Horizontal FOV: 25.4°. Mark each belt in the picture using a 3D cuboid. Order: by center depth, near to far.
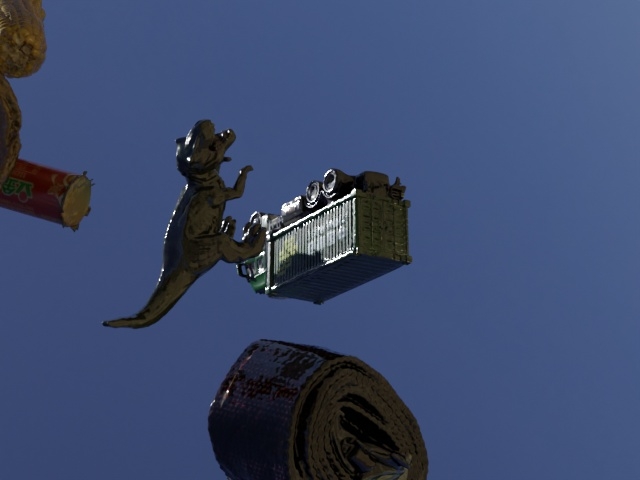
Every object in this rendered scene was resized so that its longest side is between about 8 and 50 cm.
[{"bbox_3d":[0.016,0.229,1.559,0.289,0.164,0.184,45,-120,-47],"label":"belt"}]

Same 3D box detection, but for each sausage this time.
[{"bbox_3d":[-0.432,-0.081,1.863,0.083,0.263,0.083,15,-90,-75],"label":"sausage"}]

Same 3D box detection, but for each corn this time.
[{"bbox_3d":[-0.430,-0.291,1.962,0.102,0.102,0.313,54,-178,-22],"label":"corn"}]

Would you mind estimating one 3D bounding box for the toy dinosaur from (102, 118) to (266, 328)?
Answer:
[{"bbox_3d":[-0.144,-0.019,1.325,0.178,0.087,0.187,-9,-79,-33],"label":"toy dinosaur"}]

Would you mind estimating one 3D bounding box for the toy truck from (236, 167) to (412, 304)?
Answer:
[{"bbox_3d":[0.000,0.000,1.694,0.088,0.259,0.121,11,-112,-32],"label":"toy truck"}]

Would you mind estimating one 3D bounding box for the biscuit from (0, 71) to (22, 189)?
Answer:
[{"bbox_3d":[-0.468,-0.140,1.768,0.226,0.225,0.042,64,-164,-1],"label":"biscuit"}]
